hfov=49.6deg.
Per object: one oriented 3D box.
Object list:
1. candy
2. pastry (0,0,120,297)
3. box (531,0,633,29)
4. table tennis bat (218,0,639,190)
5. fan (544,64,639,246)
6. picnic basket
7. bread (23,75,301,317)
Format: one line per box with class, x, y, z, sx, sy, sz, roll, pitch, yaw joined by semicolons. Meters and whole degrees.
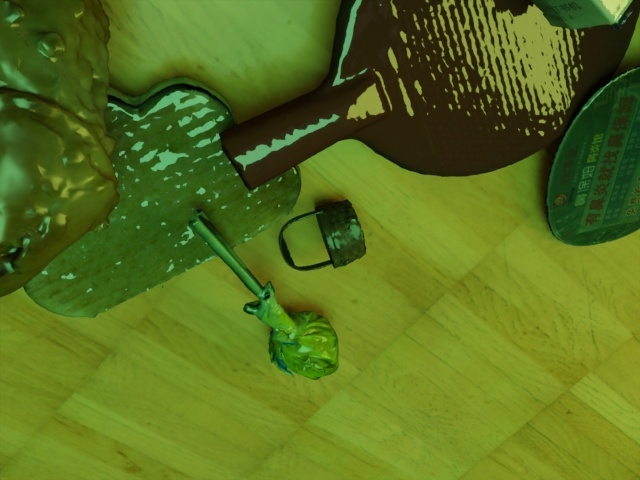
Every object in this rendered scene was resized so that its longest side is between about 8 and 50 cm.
candy;-0.056;0.061;0.694;0.077;0.073;0.262;-13;136;23
pastry;-0.271;-0.107;0.505;0.255;0.162;0.311;-4;97;10
box;0.236;-0.305;0.523;0.135;0.079;0.269;34;93;-25
table tennis bat;0.106;-0.161;0.606;0.414;0.051;0.268;-29;122;-5
fan;0.356;-0.109;0.709;0.294;0.012;0.223;-33;132;9
picnic basket;0.000;0.000;0.695;0.083;0.072;0.072;-17;121;-2
bread;-0.168;-0.051;0.639;0.286;0.056;0.207;-24;122;0
